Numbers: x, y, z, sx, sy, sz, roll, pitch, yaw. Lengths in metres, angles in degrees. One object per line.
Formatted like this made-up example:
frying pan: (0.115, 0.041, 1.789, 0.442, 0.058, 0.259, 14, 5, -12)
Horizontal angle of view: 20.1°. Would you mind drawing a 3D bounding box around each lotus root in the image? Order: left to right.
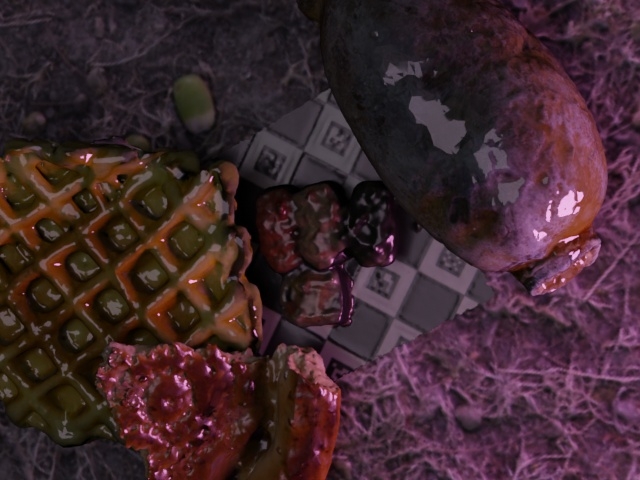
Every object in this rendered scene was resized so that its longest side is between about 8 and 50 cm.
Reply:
lotus root: (0.106, -0.115, 1.476, 0.175, 0.175, 0.349, -42, 81, 15)

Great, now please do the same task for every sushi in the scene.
sushi: (0.000, 0.000, 1.574, 0.219, 0.047, 0.231, -29, 85, 17)

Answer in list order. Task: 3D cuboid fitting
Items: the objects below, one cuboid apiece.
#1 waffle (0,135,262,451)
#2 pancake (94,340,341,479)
waffle: (-0.203, 0.046, 1.610, 0.317, 0.073, 0.297, 7, 106, 11)
pancake: (-0.108, 0.184, 1.564, 0.244, 0.057, 0.266, 36, 99, -24)
